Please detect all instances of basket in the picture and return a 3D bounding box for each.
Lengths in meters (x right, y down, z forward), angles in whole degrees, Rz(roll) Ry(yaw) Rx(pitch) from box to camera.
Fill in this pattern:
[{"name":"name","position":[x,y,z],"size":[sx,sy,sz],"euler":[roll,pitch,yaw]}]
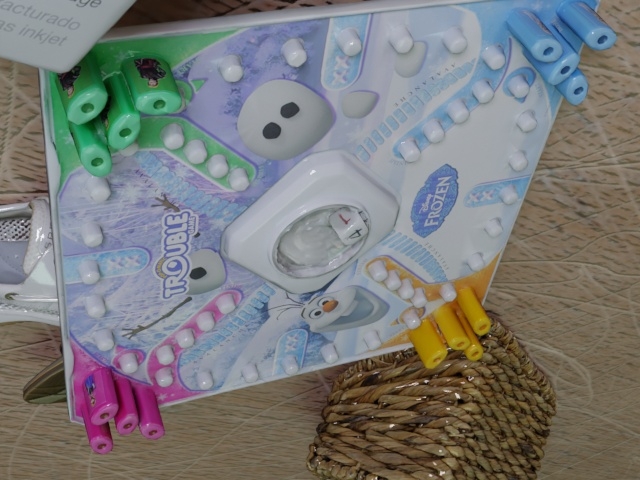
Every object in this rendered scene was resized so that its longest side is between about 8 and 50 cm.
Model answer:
[{"name":"basket","position":[0.133,0.224,1.194],"size":[0.214,0.223,0.299],"euler":[9,159,34]}]

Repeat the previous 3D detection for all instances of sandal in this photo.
[{"name":"sandal","position":[-0.219,0.098,0.951],"size":[0.180,0.049,0.072],"euler":[-45,141,19]}]

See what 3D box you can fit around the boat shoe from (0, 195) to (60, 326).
[{"name":"boat shoe","position":[-0.208,0.012,0.774],"size":[0.277,0.098,0.096],"euler":[-7,147,-4]}]

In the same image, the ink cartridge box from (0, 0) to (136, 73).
[{"name":"ink cartridge box","position":[-0.104,-0.253,0.314],"size":[0.385,0.160,0.279],"euler":[-36,152,31]}]

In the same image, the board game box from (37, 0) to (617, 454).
[{"name":"board game box","position":[0.000,0.000,0.750],"size":[0.390,0.050,0.389],"euler":[-11,140,-20]}]
